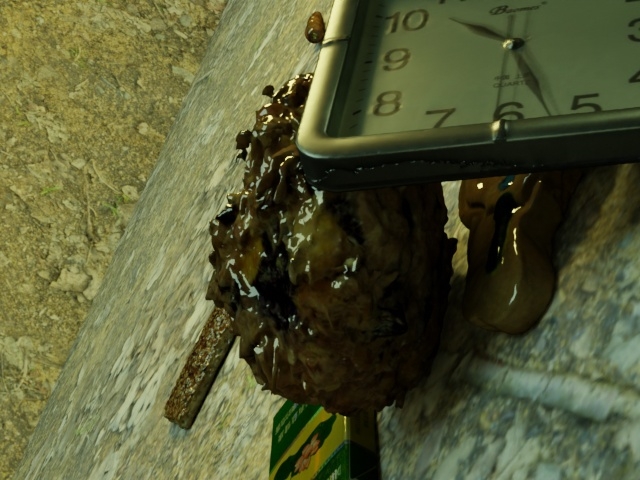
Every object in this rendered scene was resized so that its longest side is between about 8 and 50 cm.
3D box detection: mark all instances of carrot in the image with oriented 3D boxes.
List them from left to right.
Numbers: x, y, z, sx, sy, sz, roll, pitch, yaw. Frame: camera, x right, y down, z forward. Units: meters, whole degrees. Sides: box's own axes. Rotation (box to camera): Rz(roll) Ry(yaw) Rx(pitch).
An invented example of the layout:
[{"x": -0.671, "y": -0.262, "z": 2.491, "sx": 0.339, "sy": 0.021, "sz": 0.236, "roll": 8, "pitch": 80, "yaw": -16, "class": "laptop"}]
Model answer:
[{"x": -0.009, "y": -0.386, "z": 2.095, "sx": 0.036, "sy": 0.035, "sz": 0.165, "roll": -55, "pitch": 14, "yaw": 23, "class": "carrot"}]

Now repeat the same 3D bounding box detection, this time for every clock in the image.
[{"x": 0.134, "y": -0.134, "z": 0.811, "sx": 0.273, "sy": 0.049, "sz": 0.279, "roll": -4, "pitch": 41, "yaw": 16, "class": "clock"}]

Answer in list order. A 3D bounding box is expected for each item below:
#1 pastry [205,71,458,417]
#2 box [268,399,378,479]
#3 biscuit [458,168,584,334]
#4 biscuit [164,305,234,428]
[{"x": 0.000, "y": 0.000, "z": 0.912, "sx": 0.193, "sy": 0.275, "sz": 0.275, "roll": -1, "pitch": 48, "yaw": 21, "class": "pastry"}, {"x": -0.001, "y": 0.186, "z": 0.991, "sx": 0.132, "sy": 0.034, "sz": 0.235, "roll": -54, "pitch": 16, "yaw": 24, "class": "box"}, {"x": 0.161, "y": -0.063, "z": 0.901, "sx": 0.183, "sy": 0.047, "sz": 0.320, "roll": -43, "pitch": 24, "yaw": 57, "class": "biscuit"}, {"x": -0.149, "y": 0.144, "z": 1.591, "sx": 0.231, "sy": 0.025, "sz": 0.131, "roll": -64, "pitch": 14, "yaw": -12, "class": "biscuit"}]
